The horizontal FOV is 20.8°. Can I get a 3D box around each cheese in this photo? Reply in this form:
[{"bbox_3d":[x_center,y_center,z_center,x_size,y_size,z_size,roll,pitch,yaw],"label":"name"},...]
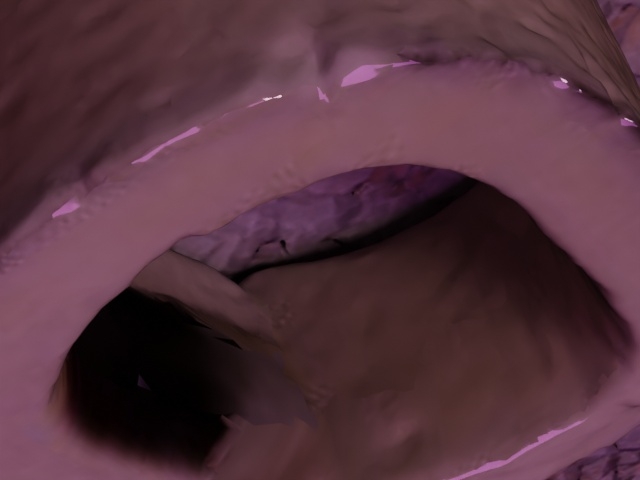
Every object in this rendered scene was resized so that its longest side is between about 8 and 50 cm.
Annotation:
[{"bbox_3d":[-0.003,0.000,0.707,0.292,0.153,0.332,-37,138,21],"label":"cheese"}]
